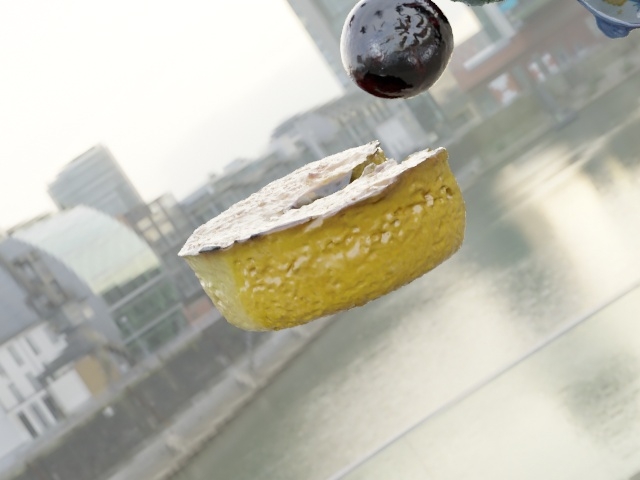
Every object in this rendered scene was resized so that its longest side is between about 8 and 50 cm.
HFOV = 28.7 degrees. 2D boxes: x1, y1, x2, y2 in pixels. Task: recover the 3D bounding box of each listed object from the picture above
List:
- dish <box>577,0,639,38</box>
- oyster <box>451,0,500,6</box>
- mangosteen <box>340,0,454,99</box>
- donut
[{"bbox_3d":[0.381,-0.378,1.528,0.086,0.228,0.236,-47,-5,-38],"label":"dish"},{"bbox_3d":[0.178,-0.475,1.720,0.162,0.351,0.158,-21,-16,4],"label":"oyster"},{"bbox_3d":[0.099,-0.255,1.642,0.152,0.152,0.152,-34,1,1],"label":"mangosteen"},{"bbox_3d":[0.000,0.000,1.751,0.377,0.164,0.435,-23,11,-3],"label":"donut"}]
